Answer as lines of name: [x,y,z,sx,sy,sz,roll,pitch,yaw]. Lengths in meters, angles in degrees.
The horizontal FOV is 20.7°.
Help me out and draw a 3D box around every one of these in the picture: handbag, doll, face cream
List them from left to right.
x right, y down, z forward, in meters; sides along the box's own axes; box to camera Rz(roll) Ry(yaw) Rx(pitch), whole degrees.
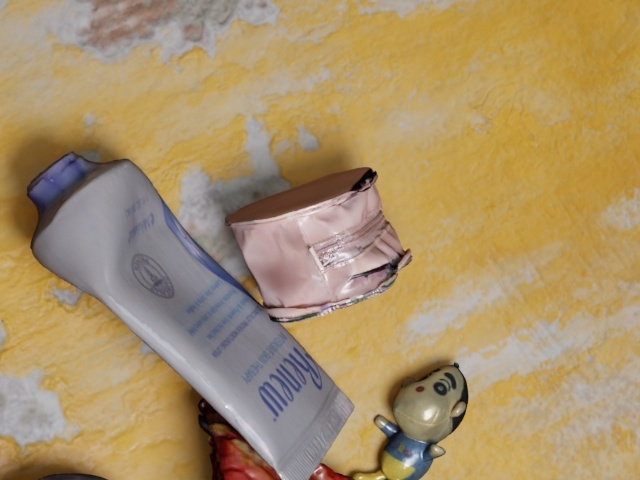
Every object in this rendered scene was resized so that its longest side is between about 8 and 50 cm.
face cream: [-0.143,0.074,1.845,0.420,0.235,0.137,45,112,-1]
handbag: [0.000,0.002,1.889,0.179,0.205,0.116,-16,100,17]
doll: [0.106,0.209,1.951,0.179,0.102,0.089,-55,141,-16]

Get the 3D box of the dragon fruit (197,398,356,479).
dragon fruit: [-0.005,0.301,1.831,0.228,0.286,0.329,-4,76,-10]

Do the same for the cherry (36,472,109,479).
cherry: [-0.253,0.329,1.795,0.195,0.195,0.195,1,84,-14]
